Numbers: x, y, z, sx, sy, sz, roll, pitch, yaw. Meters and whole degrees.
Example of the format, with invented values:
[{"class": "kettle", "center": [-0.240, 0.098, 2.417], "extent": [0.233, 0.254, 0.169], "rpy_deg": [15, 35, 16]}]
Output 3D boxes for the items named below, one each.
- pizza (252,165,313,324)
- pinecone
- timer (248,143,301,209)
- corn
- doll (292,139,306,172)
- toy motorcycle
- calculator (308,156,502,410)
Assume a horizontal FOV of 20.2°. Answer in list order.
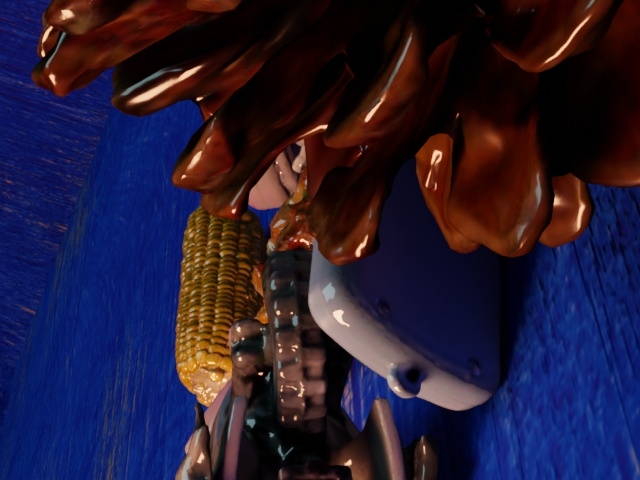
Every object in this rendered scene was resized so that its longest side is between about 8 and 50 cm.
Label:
[{"class": "pizza", "center": [-0.002, 0.000, 1.251], "extent": [0.154, 0.069, 0.194], "rpy_deg": [137, 146, -66]}, {"class": "pinecone", "center": [0.021, -0.179, 0.783], "extent": [0.398, 0.398, 0.397], "rpy_deg": [-163, 90, -77]}, {"class": "timer", "center": [-0.044, -0.140, 1.455], "extent": [0.191, 0.069, 0.208], "rpy_deg": [67, -156, -44]}, {"class": "corn", "center": [-0.083, 0.048, 1.538], "extent": [0.238, 0.080, 0.080], "rpy_deg": [-92, 23, -49]}, {"class": "doll", "center": [0.022, -0.137, 1.371], "extent": [0.195, 0.070, 0.096], "rpy_deg": [-66, -16, 18]}, {"class": "toy motorcycle", "center": [-0.013, 0.176, 0.970], "extent": [0.188, 0.143, 0.327], "rpy_deg": [116, 152, -68]}, {"class": "calculator", "center": [0.048, -0.002, 0.957], "extent": [0.039, 0.121, 0.210], "rpy_deg": [-36, 34, 37]}]
